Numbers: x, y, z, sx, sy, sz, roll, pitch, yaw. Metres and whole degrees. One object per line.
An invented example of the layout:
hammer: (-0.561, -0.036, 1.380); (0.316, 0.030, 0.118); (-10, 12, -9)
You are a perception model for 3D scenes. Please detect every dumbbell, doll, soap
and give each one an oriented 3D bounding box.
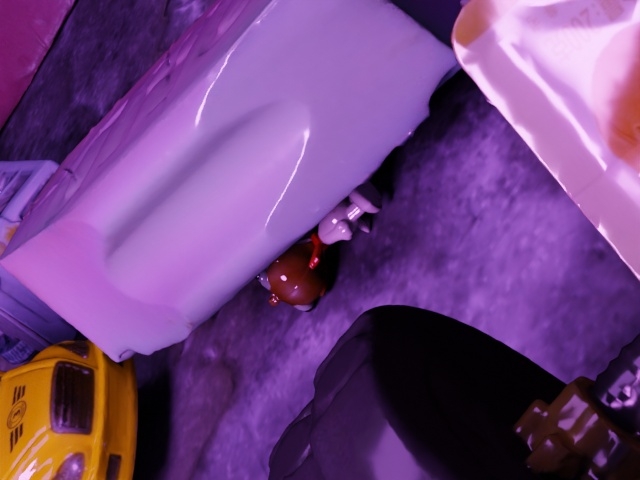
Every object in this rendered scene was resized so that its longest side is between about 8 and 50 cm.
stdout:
dumbbell: (0.006, 0.183, 0.638); (0.388, 0.185, 0.185); (-52, 29, 17)
doll: (0.001, 0.002, 0.967); (0.085, 0.040, 0.058); (-35, 27, 41)
soap: (-0.051, -0.061, 0.988); (0.324, 0.109, 0.193); (-39, 19, 34)
soap: (-0.376, -0.226, 1.704); (0.233, 0.128, 0.359); (-58, 28, 9)

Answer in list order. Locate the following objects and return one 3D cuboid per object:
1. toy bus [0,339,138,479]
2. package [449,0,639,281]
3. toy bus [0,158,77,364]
toy bus: (-0.250, 0.185, 1.099); (0.330, 0.152, 0.144); (-45, 31, 29)
package: (0.237, -0.101, 0.580); (0.311, 0.221, 0.165); (-44, -7, 33)
toy bus: (-0.269, 0.010, 1.348); (0.329, 0.109, 0.136); (3, 57, 59)
